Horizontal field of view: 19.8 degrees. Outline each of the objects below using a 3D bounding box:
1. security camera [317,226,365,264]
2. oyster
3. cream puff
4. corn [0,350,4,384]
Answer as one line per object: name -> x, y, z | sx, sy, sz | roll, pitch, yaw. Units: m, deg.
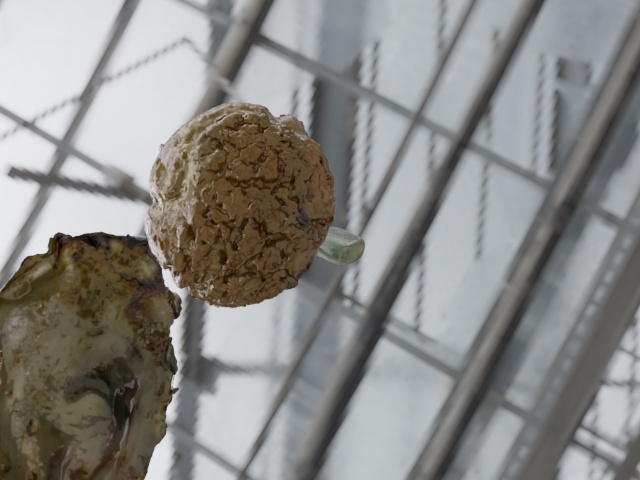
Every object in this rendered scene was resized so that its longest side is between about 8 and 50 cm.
security camera -> 0.000, 0.000, 1.906 | 0.058, 0.092, 0.058 | -38, -36, -34
oyster -> -0.240, 0.170, 1.833 | 0.221, 0.096, 0.361 | -7, -86, -18
cream puff -> -0.058, -0.022, 1.394 | 0.150, 0.115, 0.165 | -26, -55, -15
corn -> -0.387, 0.125, 1.458 | 0.293, 0.106, 0.106 | -22, -32, 1
